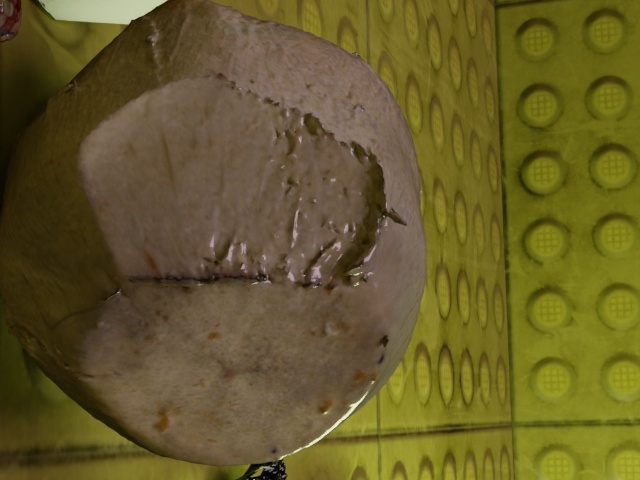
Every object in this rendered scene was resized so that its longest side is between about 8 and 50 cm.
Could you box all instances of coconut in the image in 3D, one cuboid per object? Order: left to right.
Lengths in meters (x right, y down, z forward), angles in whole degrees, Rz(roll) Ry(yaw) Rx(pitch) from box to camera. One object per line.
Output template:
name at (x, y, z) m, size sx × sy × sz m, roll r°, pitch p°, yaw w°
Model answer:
coconut at (-0.086, -0.019, 1.006) m, size 0.360 × 0.346 × 0.346 m, roll -102°, pitch 173°, yaw -53°

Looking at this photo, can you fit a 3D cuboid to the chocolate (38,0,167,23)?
chocolate at (-0.172, -0.334, 1.090) m, size 0.206 × 0.224 × 0.177 m, roll -4°, pitch 58°, yaw -38°

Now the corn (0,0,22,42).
corn at (-0.273, -0.266, 0.895) m, size 0.086 × 0.086 × 0.253 m, roll -19°, pitch 103°, yaw -69°

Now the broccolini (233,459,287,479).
broccolini at (-0.107, 0.320, 1.295) m, size 0.271 × 0.062 × 0.123 m, roll -35°, pitch 113°, yaw -59°
